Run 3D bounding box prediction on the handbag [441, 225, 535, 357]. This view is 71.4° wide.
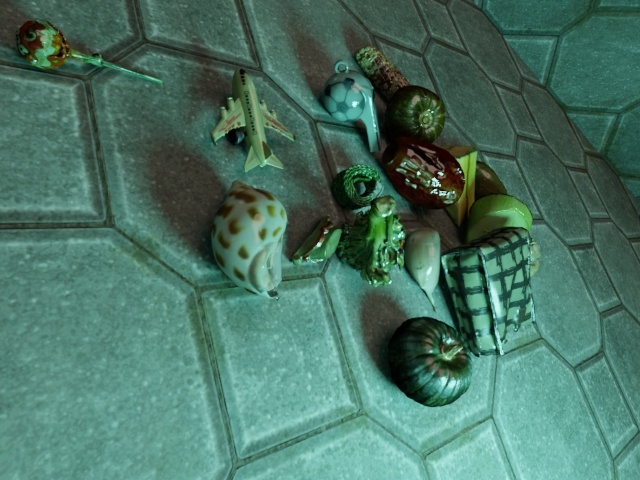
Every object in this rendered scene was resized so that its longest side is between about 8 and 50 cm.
[{"bbox_3d":[0.532,0.144,1.362,0.325,0.162,0.327,-16,94,-42],"label":"handbag"}]

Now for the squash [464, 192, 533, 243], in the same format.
[{"bbox_3d":[0.613,-0.048,1.526,0.220,0.220,0.133,41,44,-16],"label":"squash"}]

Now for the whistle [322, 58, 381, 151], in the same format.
[{"bbox_3d":[0.090,-0.406,1.358,0.164,0.163,0.290,-60,144,-42],"label":"whistle"}]

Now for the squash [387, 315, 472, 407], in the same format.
[{"bbox_3d":[0.265,0.290,1.083,0.217,0.172,0.218,2,68,-5],"label":"squash"}]

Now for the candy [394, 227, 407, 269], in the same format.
[{"bbox_3d":[0.221,0.017,1.288,0.045,0.043,0.175,45,42,-15],"label":"candy"}]

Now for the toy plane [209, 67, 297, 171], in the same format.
[{"bbox_3d":[-0.171,-0.291,1.082,0.241,0.104,0.256,-12,75,-41],"label":"toy plane"}]

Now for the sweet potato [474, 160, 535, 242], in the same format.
[{"bbox_3d":[0.666,-0.143,1.694,0.423,0.130,0.130,51,45,-11],"label":"sweet potato"}]

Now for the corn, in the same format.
[{"bbox_3d":[0.235,-0.578,1.588,0.290,0.098,0.098,46,46,-8],"label":"corn"}]

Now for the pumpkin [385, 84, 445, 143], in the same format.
[{"bbox_3d":[0.316,-0.418,1.515,0.218,0.162,0.219,-3,98,-20],"label":"pumpkin"}]

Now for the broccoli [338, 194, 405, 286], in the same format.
[{"bbox_3d":[0.127,0.011,1.075,0.177,0.275,0.199,8,83,4],"label":"broccoli"}]

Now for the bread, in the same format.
[{"bbox_3d":[0.452,-0.199,1.601,0.167,0.163,0.264,-28,121,-47],"label":"bread"}]

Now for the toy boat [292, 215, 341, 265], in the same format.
[{"bbox_3d":[0.001,0.001,1.091,0.185,0.071,0.089,-55,147,-43],"label":"toy boat"}]

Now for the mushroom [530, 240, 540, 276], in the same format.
[{"bbox_3d":[0.734,0.058,1.636,0.166,0.127,0.167,15,59,-26],"label":"mushroom"}]

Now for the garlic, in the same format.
[{"bbox_3d":[0.308,0.073,1.306,0.148,0.128,0.267,20,65,-17],"label":"garlic"}]

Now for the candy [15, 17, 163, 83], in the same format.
[{"bbox_3d":[-0.457,-0.370,0.914,0.287,0.084,0.078,1,62,-47],"label":"candy"}]

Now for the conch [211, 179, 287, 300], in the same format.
[{"bbox_3d":[-0.146,-0.016,0.920,0.148,0.183,0.275,5,56,0],"label":"conch"}]

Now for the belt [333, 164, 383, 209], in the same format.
[{"bbox_3d":[0.103,-0.149,1.259,0.151,0.079,0.121,-26,95,-34],"label":"belt"}]

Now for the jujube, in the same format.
[{"bbox_3d":[0.326,-0.213,1.398,0.290,0.197,0.197,27,52,-25],"label":"jujube"}]
